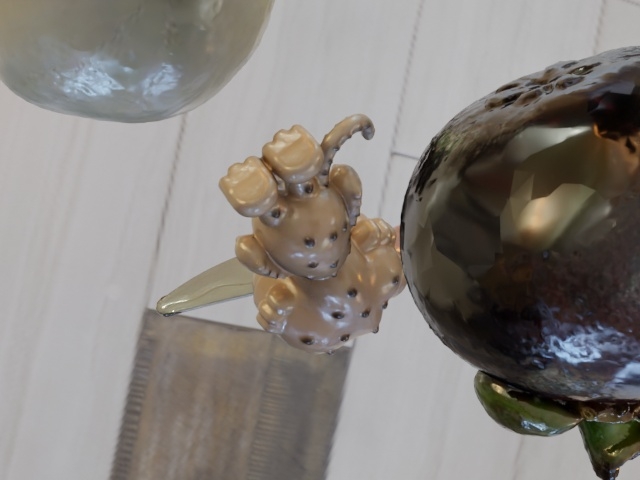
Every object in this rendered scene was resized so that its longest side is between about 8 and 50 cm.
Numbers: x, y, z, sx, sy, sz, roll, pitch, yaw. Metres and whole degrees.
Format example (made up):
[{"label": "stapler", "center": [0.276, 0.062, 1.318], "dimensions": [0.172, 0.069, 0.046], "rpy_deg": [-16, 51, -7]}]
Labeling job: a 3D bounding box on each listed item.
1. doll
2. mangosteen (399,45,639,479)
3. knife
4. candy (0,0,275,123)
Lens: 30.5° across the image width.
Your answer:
[{"label": "doll", "center": [-0.002, 0.001, 1.030], "dimensions": [0.154, 0.119, 0.278], "rpy_deg": [-32, 148, -12]}, {"label": "mangosteen", "center": [0.158, 0.006, 0.623], "dimensions": [0.216, 0.216, 0.216], "rpy_deg": [-1, 91, -24]}, {"label": "knife", "center": [-0.013, 0.021, 1.238], "dimensions": [0.335, 0.081, 0.043], "rpy_deg": [-9, 134, 5]}, {"label": "candy", "center": [-0.173, -0.238, 1.062], "dimensions": [0.295, 0.185, 0.296], "rpy_deg": [-7, 109, -20]}]
